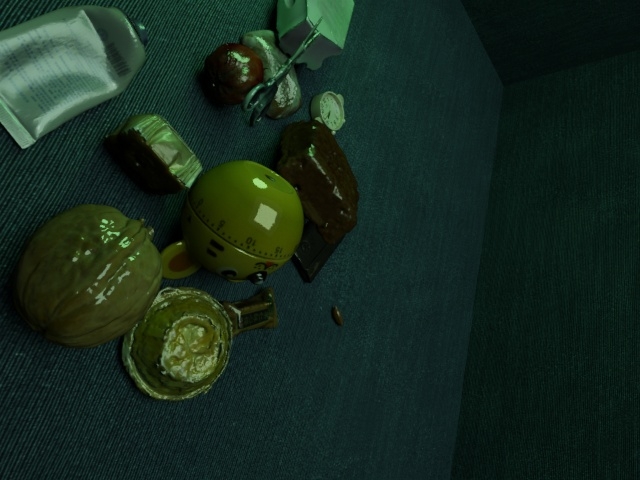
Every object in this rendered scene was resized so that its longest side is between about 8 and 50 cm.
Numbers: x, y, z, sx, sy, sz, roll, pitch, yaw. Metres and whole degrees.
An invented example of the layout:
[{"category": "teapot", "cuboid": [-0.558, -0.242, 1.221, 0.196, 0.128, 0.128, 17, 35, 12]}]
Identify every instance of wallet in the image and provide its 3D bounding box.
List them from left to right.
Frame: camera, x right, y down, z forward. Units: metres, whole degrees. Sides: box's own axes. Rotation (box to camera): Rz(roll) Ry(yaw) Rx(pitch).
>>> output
[{"category": "wallet", "cuboid": [0.000, 0.000, 1.831, 0.321, 0.044, 0.170, -51, 121, -41]}]

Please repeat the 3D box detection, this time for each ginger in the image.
[{"category": "ginger", "cuboid": [-0.468, -0.011, 1.283, 0.048, 0.030, 0.097, 9, 75, -21]}]

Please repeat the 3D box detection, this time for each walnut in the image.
[{"category": "walnut", "cuboid": [-0.498, 0.074, 1.057, 0.313, 0.277, 0.252, -55, 164, -32]}]

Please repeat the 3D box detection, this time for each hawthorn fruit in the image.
[{"category": "hawthorn fruit", "cuboid": [-0.248, -0.514, 1.497, 0.235, 0.181, 0.181, -31, 109, -47]}]

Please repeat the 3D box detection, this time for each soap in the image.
[{"category": "soap", "cuboid": [-0.020, -0.815, 1.748, 0.261, 0.156, 0.446, 47, 41, -37]}]

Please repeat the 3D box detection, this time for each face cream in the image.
[{"category": "face cream", "cuboid": [-0.585, -0.419, 1.135, 0.420, 0.137, 0.235, -45, 121, -33]}]

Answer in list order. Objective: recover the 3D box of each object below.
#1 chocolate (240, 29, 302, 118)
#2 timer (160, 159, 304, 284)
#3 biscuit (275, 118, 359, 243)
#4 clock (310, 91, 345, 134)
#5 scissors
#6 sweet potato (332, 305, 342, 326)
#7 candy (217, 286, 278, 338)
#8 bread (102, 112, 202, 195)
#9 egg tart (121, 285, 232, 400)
[{"category": "chocolate", "cuboid": [-0.153, -0.582, 1.677, 0.185, 0.100, 0.303, -31, 107, -44]}, {"category": "timer", "cuboid": [-0.235, -0.020, 1.364, 0.376, 0.376, 0.387, 12, 120, -49]}, {"category": "biscuit", "cuboid": [0.002, -0.222, 1.650, 0.343, 0.166, 0.395, 52, 20, -29]}, {"category": "clock", "cuboid": [0.026, -0.503, 1.907, 0.229, 0.063, 0.156, -55, 129, -34]}, {"category": "scissors", "cuboid": [-0.113, -0.533, 1.515, 0.029, 0.256, 0.383, 39, 92, 0]}, {"category": "sweet potato", "cuboid": [0.068, 0.299, 1.889, 0.034, 0.034, 0.095, -38, 114, -45]}, {"category": "candy", "cuboid": [-0.221, 0.226, 1.503, 0.271, 0.101, 0.143, -4, 95, -56]}, {"category": "bread", "cuboid": [-0.425, -0.212, 1.229, 0.210, 0.192, 0.110, 54, 51, -32]}, {"category": "egg tart", "cuboid": [-0.356, 0.271, 1.267, 0.315, 0.120, 0.315, 3, 85, -37]}]
